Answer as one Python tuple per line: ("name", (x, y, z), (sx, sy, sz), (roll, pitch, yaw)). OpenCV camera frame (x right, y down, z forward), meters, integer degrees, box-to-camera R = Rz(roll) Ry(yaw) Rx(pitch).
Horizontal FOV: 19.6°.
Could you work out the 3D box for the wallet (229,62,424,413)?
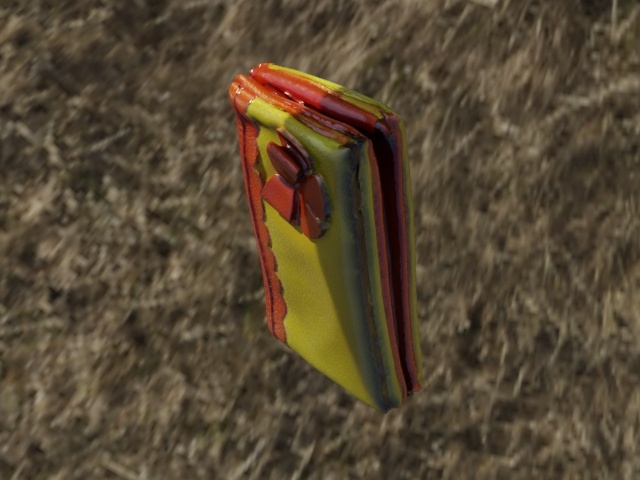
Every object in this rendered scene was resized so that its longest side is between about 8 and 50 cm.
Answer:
("wallet", (0.000, 0.000, 1.287), (0.141, 0.067, 0.241), (29, 141, 38))
